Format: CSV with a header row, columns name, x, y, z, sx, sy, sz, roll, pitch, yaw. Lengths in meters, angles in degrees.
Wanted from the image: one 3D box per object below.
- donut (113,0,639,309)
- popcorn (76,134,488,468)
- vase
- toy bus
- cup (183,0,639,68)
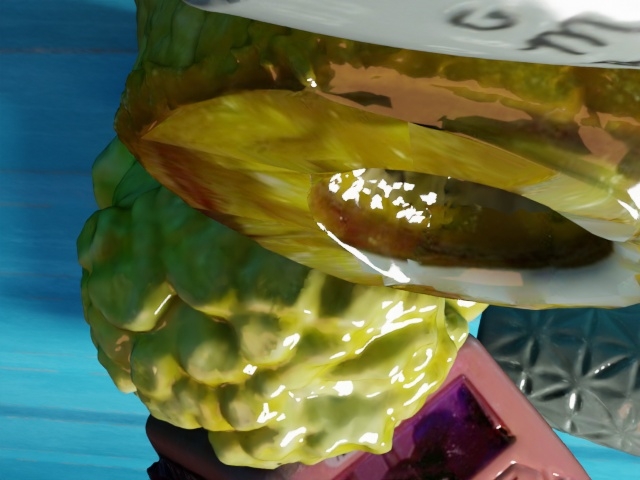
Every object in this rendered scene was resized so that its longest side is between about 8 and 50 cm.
name,x,y,z,sx,sy,sz,roll,pitch,yaw
donut,0.072,-0.061,0.789,0.330,0.160,0.330,1,159,0
popcorn,-0.023,0.014,1.010,0.235,0.217,0.181,-13,138,-21
vase,0.261,0.100,1.247,0.301,0.156,0.251,11,168,9
toy bus,0.018,0.171,1.267,0.233,0.203,0.427,56,166,-11
cup,0.099,-0.162,0.492,0.234,0.186,0.258,7,137,-26
